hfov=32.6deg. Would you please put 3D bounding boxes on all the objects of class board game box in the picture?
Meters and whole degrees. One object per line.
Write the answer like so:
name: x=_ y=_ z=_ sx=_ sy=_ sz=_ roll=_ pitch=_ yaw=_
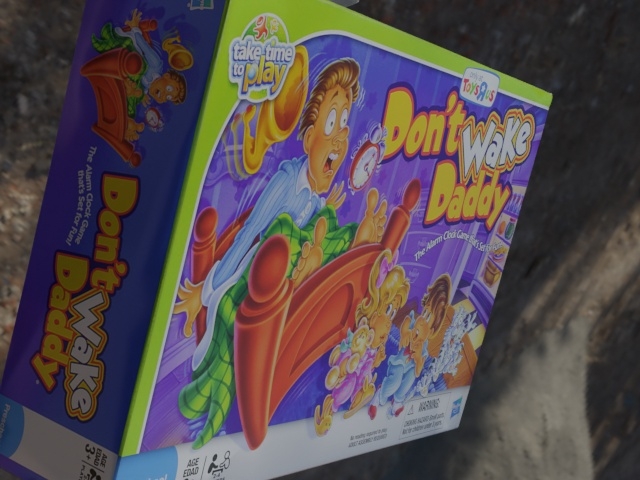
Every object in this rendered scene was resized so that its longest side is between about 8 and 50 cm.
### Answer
board game box: x=0.000 y=0.000 z=0.595 sx=0.347 sy=0.078 sz=0.233 roll=3 pitch=104 yaw=-58

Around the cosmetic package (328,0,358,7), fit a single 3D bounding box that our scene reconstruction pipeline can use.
cosmetic package: x=-0.038 y=-0.381 z=1.240 sx=0.107 sy=0.127 sz=0.238 roll=-20 pitch=121 yaw=-4
